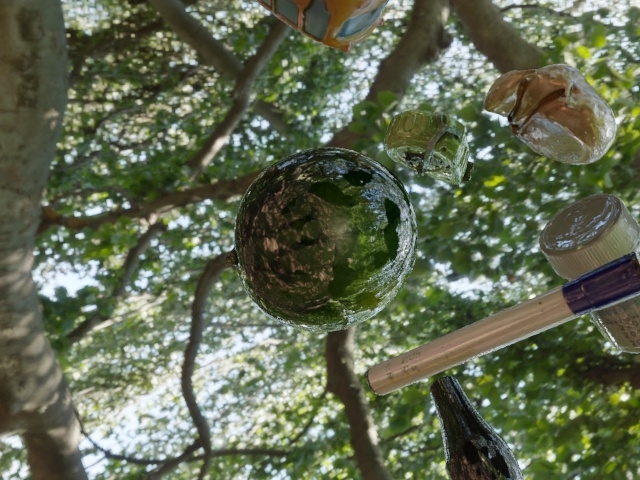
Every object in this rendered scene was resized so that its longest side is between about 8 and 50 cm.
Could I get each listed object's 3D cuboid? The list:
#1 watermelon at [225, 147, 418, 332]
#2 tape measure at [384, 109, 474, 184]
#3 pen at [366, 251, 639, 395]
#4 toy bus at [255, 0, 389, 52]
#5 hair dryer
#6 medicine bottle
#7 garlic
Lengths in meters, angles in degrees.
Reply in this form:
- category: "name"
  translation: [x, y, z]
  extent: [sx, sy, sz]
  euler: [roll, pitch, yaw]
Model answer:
- category: "watermelon"
  translation: [0.005, -0.001, 0.874]
  extent: [0.242, 0.242, 0.242]
  euler: [22, -59, 43]
- category: "tape measure"
  translation: [0.190, -0.170, 1.209]
  extent: [0.154, 0.177, 0.087]
  euler: [16, -106, 19]
- category: "pen"
  translation: [0.147, 0.080, 0.580]
  extent: [0.269, 0.033, 0.033]
  euler: [-31, -100, 33]
- category: "toy bus"
  translation: [-0.013, -0.279, 0.644]
  extent: [0.209, 0.126, 0.136]
  euler: [39, -31, 10]
- category: "hair dryer"
  translation: [0.198, 0.350, 0.946]
  extent: [0.235, 0.091, 0.272]
  euler: [-110, -162, -57]
- category: "medicine bottle"
  translation: [0.336, 0.040, 0.777]
  extent: [0.168, 0.105, 0.105]
  euler: [49, -34, -20]
- category: "garlic"
  translation: [0.415, -0.226, 1.174]
  extent: [0.217, 0.110, 0.228]
  euler: [42, -7, -9]
